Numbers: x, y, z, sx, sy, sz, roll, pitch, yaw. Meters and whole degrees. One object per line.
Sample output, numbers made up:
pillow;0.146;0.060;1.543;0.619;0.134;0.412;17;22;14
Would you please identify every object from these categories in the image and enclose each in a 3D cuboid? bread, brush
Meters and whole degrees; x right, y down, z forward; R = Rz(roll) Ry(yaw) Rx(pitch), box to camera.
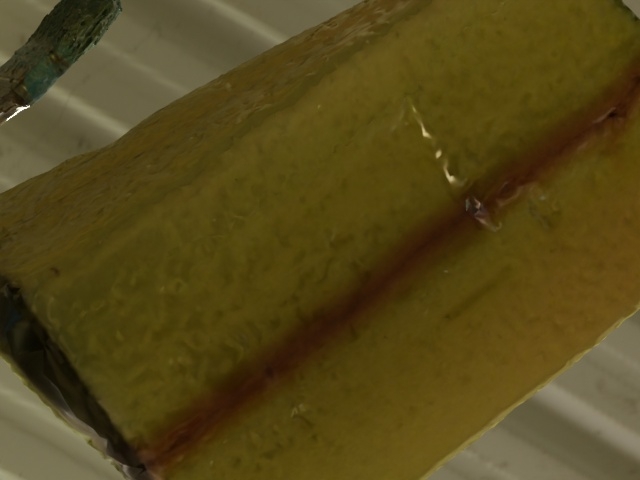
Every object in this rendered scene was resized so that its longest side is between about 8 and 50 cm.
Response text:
bread;0.004;-0.002;0.668;0.264;0.163;0.168;-36;-69;-10
brush;-0.175;-0.056;0.822;0.196;0.070;0.021;-46;-66;-13
